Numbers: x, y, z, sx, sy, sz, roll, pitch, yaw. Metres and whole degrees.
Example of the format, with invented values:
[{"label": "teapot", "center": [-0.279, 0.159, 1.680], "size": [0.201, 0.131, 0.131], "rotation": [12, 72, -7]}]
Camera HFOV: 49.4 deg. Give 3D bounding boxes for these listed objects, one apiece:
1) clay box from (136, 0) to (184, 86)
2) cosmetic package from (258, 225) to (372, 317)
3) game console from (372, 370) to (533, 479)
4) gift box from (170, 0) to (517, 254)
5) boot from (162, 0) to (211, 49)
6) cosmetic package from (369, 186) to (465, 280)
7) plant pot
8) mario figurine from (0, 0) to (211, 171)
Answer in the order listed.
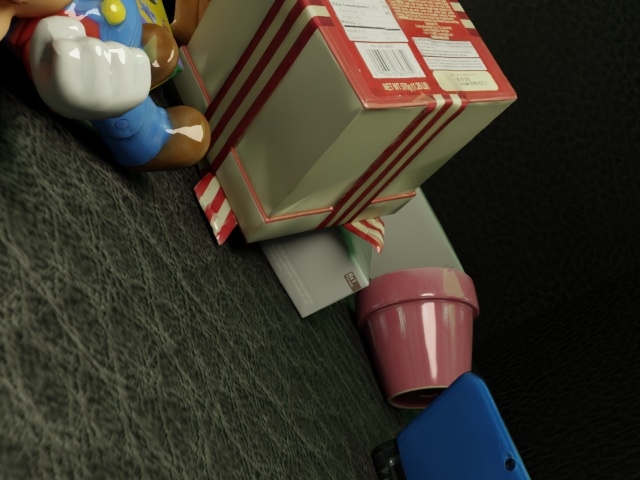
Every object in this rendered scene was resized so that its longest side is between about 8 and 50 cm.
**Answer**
[{"label": "clay box", "center": [-0.215, -0.274, 0.710], "size": [0.127, 0.053, 0.222], "rotation": [46, 20, -59]}, {"label": "cosmetic package", "center": [0.000, 0.000, 0.942], "size": [0.127, 0.107, 0.238], "rotation": [60, 13, -6]}, {"label": "game console", "center": [0.185, 0.341, 0.770], "size": [0.250, 0.173, 0.293], "rotation": [52, 15, -45]}, {"label": "gift box", "center": [0.007, -0.134, 0.722], "size": [0.255, 0.258, 0.276], "rotation": [-7, 66, -37]}, {"label": "boot", "center": [-0.122, -0.223, 0.869], "size": [0.283, 0.109, 0.220], "rotation": [64, 9, 17]}, {"label": "cosmetic package", "center": [0.164, -0.019, 1.536], "size": [0.365, 0.197, 0.155], "rotation": [56, 12, -40]}, {"label": "plant pot", "center": [0.159, 0.164, 1.105], "size": [0.201, 0.201, 0.180], "rotation": [47, 34, -56]}, {"label": "mario figurine", "center": [-0.138, -0.153, 0.428], "size": [0.198, 0.170, 0.320], "rotation": [30, -6, 14]}]
